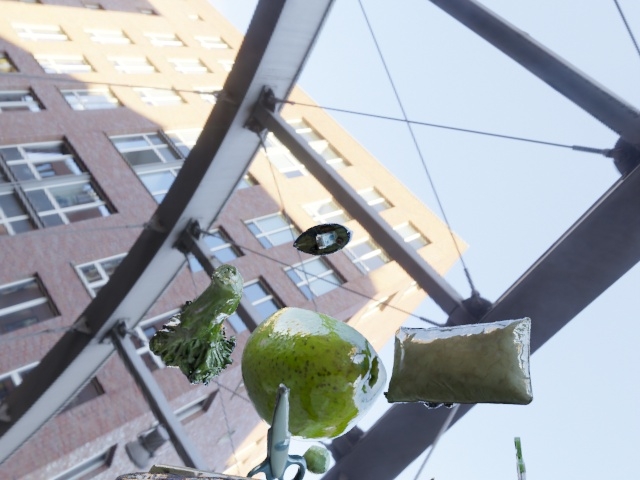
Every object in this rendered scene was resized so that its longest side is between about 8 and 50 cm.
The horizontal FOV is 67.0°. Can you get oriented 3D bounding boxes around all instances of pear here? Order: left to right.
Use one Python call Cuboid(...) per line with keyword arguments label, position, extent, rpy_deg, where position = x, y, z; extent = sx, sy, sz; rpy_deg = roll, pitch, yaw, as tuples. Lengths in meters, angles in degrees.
Cuboid(label="pear", position=(-0.003, 0.321, 1.122), extent=(0.342, 0.238, 0.318), rpy_deg=(51, -43, -7))

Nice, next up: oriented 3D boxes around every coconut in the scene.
Cuboid(label="coconut", position=(-0.017, 0.706, 1.558), extent=(0.096, 0.088, 0.087), rpy_deg=(1, -73, 11))

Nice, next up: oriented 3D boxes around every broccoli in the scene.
Cuboid(label="broccoli", position=(-0.210, 0.148, 0.908), extent=(0.165, 0.145, 0.304), rpy_deg=(41, -46, 7))

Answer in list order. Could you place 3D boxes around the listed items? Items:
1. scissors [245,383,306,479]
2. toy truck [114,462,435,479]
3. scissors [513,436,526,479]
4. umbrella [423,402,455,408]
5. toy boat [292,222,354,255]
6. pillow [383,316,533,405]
Cuboid(label="scissors", position=(-0.084, 0.409, 0.976), extent=(0.041, 0.138, 0.289), rpy_deg=(-131, -137, -56))
Cuboid(label="toy truck", position=(-0.046, 0.350, 0.533), extent=(0.405, 0.254, 0.180), rpy_deg=(-5, -109, 19))
Cuboid(label="scissors", position=(0.569, 0.648, 1.371), extent=(0.027, 0.204, 0.101), rpy_deg=(-8, -82, 19))
Cuboid(label="umbrella", position=(0.380, 0.415, 1.330), extent=(0.224, 0.071, 0.080), rpy_deg=(-24, -124, 39))
Cuboid(label="toy boat", position=(0.000, 0.000, 1.694), extent=(0.262, 0.115, 0.114), rpy_deg=(-12, -86, 51))
Cuboid(label="pillow", position=(0.274, 0.248, 0.993), extent=(0.302, 0.185, 0.075), rpy_deg=(-11, -45, 31))
